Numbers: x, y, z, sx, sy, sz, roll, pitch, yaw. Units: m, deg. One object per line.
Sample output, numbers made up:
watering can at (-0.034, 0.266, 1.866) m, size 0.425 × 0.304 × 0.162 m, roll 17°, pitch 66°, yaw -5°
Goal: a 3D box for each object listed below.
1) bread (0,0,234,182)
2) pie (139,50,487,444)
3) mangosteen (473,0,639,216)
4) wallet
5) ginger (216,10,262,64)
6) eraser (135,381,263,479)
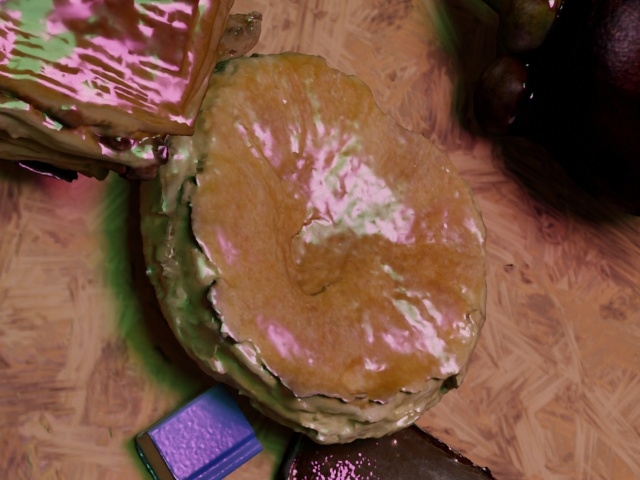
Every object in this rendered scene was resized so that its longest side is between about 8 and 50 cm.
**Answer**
bread at (-0.210, -0.214, 1.347) m, size 0.277 × 0.167 × 0.324 m, roll 19°, pitch 71°, yaw -29°
pie at (0.000, 0.000, 1.453) m, size 0.339 × 0.083 × 0.339 m, roll 18°, pitch 55°, yaw -29°
mangosteen at (0.294, -0.153, 1.623) m, size 0.314 × 0.297 × 0.296 m, roll -18°, pitch 82°, yaw -6°
wallet at (0.073, 0.213, 1.469) m, size 0.232 × 0.031 × 0.122 m, roll 35°, pitch 57°, yaw -15°
ginger at (-0.108, -0.170, 1.482) m, size 0.137 × 0.044 × 0.057 m, roll 8°, pitch 52°, yaw -35°
eraser at (-0.093, 0.155, 1.375) m, size 0.085 × 0.027 × 0.063 m, roll -32°, pitch 93°, yaw -40°
